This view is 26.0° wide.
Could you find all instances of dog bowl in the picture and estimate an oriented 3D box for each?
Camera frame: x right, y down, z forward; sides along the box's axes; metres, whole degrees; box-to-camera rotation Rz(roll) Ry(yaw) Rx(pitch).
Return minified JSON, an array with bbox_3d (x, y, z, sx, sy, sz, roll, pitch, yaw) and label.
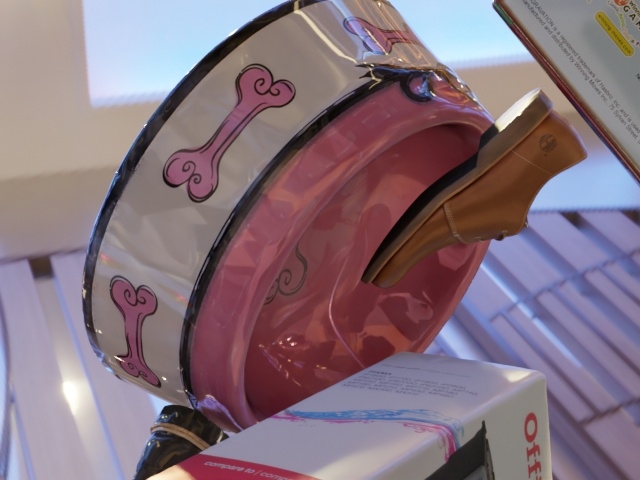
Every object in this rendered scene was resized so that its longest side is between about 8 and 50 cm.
[{"bbox_3d":[0.000,0.000,1.196,0.408,0.150,0.408,-35,-34,-28],"label":"dog bowl"}]

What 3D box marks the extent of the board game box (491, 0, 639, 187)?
[{"bbox_3d":[0.198,-0.013,0.436,0.145,0.027,0.281,-39,-89,9],"label":"board game box"}]

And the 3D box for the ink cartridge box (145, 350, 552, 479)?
[{"bbox_3d":[0.027,0.222,0.899,0.306,0.131,0.226,-20,-70,-49],"label":"ink cartridge box"}]

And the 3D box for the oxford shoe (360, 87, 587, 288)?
[{"bbox_3d":[0.116,-0.020,1.075,0.076,0.076,0.212,44,-63,-9],"label":"oxford shoe"}]

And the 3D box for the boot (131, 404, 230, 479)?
[{"bbox_3d":[-0.086,0.242,1.089,0.198,0.077,0.137,43,-124,-19],"label":"boot"}]
